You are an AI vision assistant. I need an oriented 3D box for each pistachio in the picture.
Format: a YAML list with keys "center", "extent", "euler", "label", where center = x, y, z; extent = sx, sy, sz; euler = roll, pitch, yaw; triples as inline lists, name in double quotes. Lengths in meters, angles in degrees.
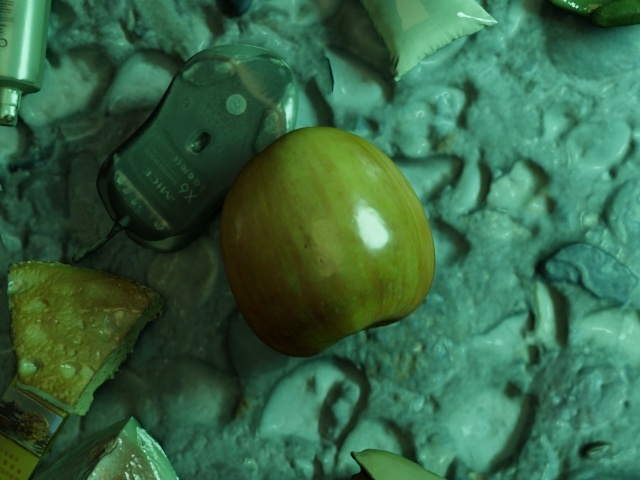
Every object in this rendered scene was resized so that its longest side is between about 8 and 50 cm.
- center: [0.105, 0.328, 1.035]
  extent: [0.206, 0.131, 0.130]
  euler: [31, 80, 12]
  label: "pistachio"

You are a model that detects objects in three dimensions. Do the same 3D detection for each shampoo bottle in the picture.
- center: [-0.398, -0.279, 1.157]
  extent: [0.085, 0.085, 0.263]
  euler: [4, 86, 6]
  label: "shampoo bottle"

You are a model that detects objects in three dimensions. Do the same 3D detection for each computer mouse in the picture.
- center: [-0.176, -0.094, 1.124]
  extent: [0.379, 0.090, 0.167]
  euler: [-39, 87, 13]
  label: "computer mouse"

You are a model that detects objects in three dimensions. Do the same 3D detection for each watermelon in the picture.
- center: [-0.263, 0.344, 1.063]
  extent: [0.207, 0.202, 0.136]
  euler: [46, 129, 10]
  label: "watermelon"

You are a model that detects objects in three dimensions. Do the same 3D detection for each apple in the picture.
- center: [0.000, 0.000, 1.031]
  extent: [0.242, 0.242, 0.241]
  euler: [-22, 81, 3]
  label: "apple"

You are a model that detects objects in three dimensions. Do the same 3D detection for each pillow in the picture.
- center: [0.108, -0.345, 1.118]
  extent: [0.144, 0.078, 0.254]
  euler: [-24, 83, 3]
  label: "pillow"

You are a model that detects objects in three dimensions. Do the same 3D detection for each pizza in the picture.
- center: [-0.326, 0.116, 1.124]
  extent: [0.204, 0.081, 0.188]
  euler: [22, 64, 10]
  label: "pizza"

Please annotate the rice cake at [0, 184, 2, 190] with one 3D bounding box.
- center: [-0.493, -0.175, 1.175]
  extent: [0.055, 0.049, 0.270]
  euler: [-26, 83, -20]
  label: "rice cake"

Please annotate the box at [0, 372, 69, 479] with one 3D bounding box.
- center: [-0.380, 0.238, 1.141]
  extent: [0.086, 0.023, 0.155]
  euler: [30, 88, 10]
  label: "box"

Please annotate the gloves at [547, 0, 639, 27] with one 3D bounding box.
- center: [0.409, -0.323, 1.074]
  extent: [0.268, 0.107, 0.135]
  euler: [-3, 64, 16]
  label: "gloves"
